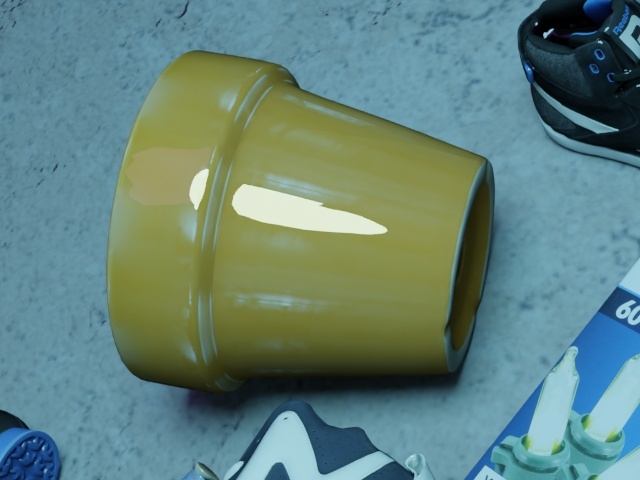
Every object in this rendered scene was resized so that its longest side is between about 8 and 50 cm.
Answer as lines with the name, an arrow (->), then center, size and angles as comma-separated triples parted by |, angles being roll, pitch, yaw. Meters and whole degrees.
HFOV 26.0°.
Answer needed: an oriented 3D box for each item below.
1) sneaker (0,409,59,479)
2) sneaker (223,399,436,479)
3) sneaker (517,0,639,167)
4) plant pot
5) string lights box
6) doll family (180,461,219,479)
sneaker -> -0.263, 0.211, 0.891 | 0.090, 0.081, 0.232 | 13, 59, 37
sneaker -> -0.042, 0.157, 0.725 | 0.235, 0.094, 0.153 | -21, 19, 30
sneaker -> 0.209, -0.088, 0.809 | 0.216, 0.121, 0.079 | 15, 68, 34
plant pot -> 0.000, 0.000, 0.828 | 0.187, 0.205, 0.205 | 9, 63, 14
string lights box -> 0.160, 0.134, 0.714 | 0.133, 0.077, 0.260 | 31, 76, 41
doll family -> -0.064, 0.216, 0.786 | 0.111, 0.076, 0.193 | -46, 45, -1
